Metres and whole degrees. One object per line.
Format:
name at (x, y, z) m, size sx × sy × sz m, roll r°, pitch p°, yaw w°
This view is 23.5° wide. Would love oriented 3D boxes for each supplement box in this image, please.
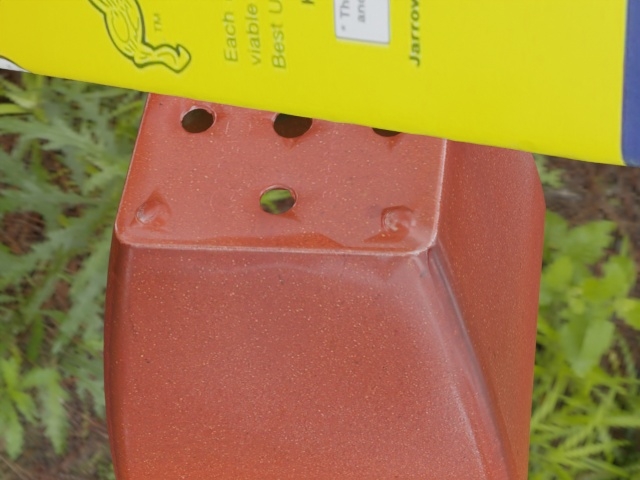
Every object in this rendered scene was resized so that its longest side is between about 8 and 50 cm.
supplement box at (0.008, -0.159, 0.533) m, size 0.194 × 0.356 × 0.195 m, roll -25°, pitch 120°, yaw -50°

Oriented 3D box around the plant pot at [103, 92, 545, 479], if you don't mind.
plant pot at (0.000, 0.000, 0.960) m, size 0.267 × 0.236 × 0.267 m, roll 2°, pitch 55°, yaw 10°
